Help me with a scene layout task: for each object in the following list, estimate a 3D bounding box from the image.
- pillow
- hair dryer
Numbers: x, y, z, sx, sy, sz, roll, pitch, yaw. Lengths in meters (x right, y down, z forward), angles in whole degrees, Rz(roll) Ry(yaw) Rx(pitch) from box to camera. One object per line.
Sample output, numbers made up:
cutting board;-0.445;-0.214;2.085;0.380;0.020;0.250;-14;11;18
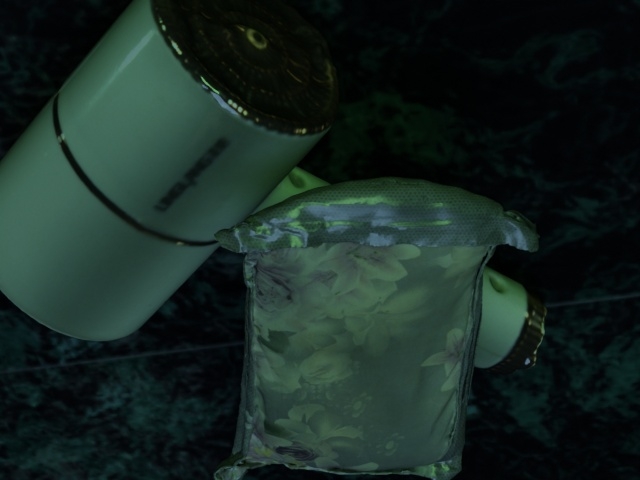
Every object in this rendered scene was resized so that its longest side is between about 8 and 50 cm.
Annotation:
pillow;0.019;0.052;1.021;0.169;0.059;0.255;-4;140;-10
hair dryer;0.000;0.000;1.076;0.362;0.128;0.203;27;126;-26
